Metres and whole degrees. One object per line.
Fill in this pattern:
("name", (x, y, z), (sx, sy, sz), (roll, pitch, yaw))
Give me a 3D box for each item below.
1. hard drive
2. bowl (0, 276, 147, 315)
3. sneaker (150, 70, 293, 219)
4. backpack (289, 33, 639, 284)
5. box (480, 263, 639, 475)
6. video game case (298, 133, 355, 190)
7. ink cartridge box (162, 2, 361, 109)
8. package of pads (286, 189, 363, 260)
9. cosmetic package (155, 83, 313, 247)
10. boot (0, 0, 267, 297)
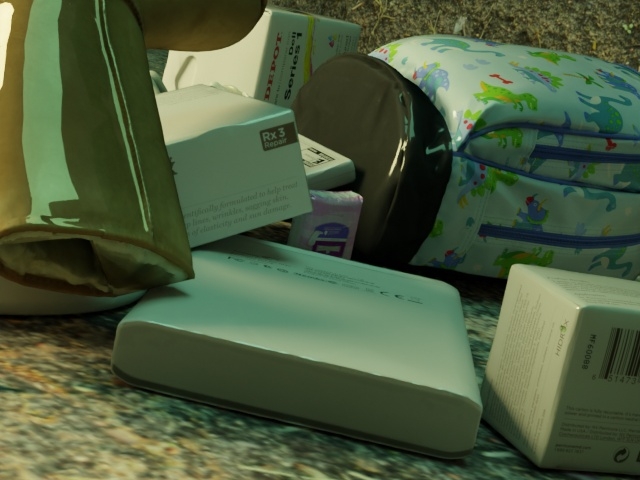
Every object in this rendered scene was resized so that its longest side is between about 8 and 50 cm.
("hard drive", (-0.004, 0.055, 0.864), (0.203, 0.040, 0.307), (13, 11, 1))
("bowl", (-0.251, -0.056, 0.900), (0.298, 0.134, 0.298), (12, 11, -2))
("sneaker", (-0.077, -0.095, 1.367), (0.292, 0.118, 0.110), (14, 9, -3))
("backpack", (0.178, -0.073, 1.266), (0.356, 0.273, 0.290), (23, 14, -26))
("box", (0.162, 0.076, 0.782), (0.101, 0.102, 0.087), (8, 14, -22))
("video game case", (-0.097, -0.057, 1.184), (0.193, 0.023, 0.212), (-18, 21, -18))
("ink cartridge box", (-0.070, -0.176, 1.562), (0.117, 0.201, 0.278), (17, 11, 20))
("package of pads", (0.000, 0.000, 1.041), (0.050, 0.083, 0.032), (4, 18, -27))
("cosmetic package", (-0.103, -0.062, 1.022), (0.117, 0.085, 0.231), (-17, 18, -17))
("boot", (-0.118, -0.085, 0.847), (0.236, 0.089, 0.269), (9, 52, -34))
